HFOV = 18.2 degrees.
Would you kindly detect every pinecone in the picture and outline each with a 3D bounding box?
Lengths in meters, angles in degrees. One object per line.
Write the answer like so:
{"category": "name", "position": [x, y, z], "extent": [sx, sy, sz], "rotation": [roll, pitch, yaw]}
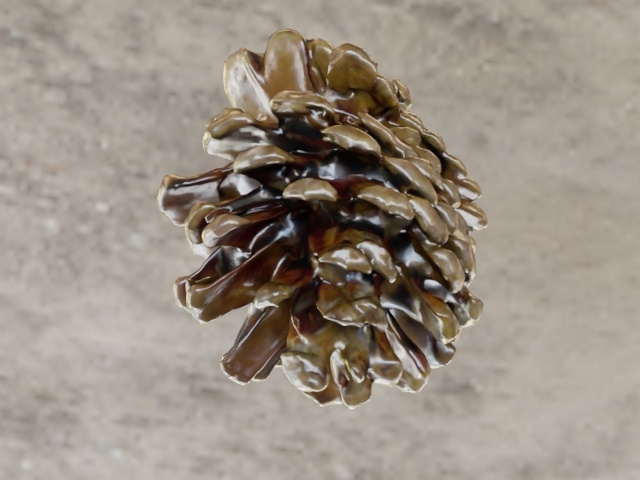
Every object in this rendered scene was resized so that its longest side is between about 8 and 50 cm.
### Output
{"category": "pinecone", "position": [0.003, -0.003, 1.003], "extent": [0.150, 0.195, 0.179], "rotation": [-30, 125, 16]}
